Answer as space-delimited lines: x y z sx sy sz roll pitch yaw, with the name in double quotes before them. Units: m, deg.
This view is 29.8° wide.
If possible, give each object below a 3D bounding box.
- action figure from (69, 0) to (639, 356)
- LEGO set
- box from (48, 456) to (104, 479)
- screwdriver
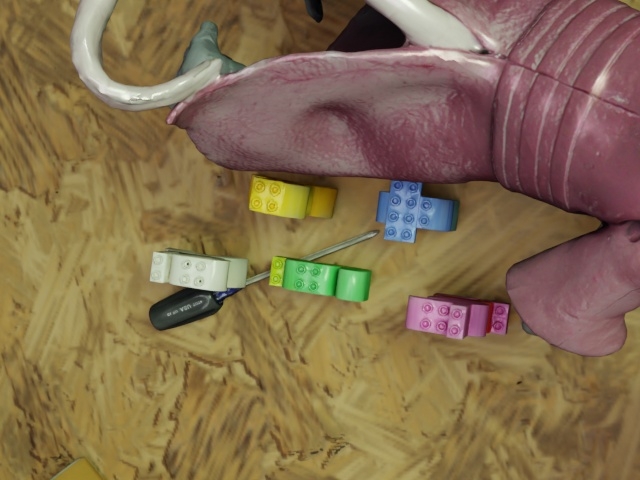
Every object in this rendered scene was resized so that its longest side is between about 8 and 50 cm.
"action figure" 0.120 -0.083 0.576 0.370 0.275 0.248 25 90 29
"LEGO set" 0.000 0.000 0.721 0.227 0.093 0.087 8 93 14
"box" -0.207 0.317 0.733 0.168 0.345 0.215 -44 87 21
"screwdriver" -0.039 0.021 0.791 0.169 0.024 0.025 -26 64 15
